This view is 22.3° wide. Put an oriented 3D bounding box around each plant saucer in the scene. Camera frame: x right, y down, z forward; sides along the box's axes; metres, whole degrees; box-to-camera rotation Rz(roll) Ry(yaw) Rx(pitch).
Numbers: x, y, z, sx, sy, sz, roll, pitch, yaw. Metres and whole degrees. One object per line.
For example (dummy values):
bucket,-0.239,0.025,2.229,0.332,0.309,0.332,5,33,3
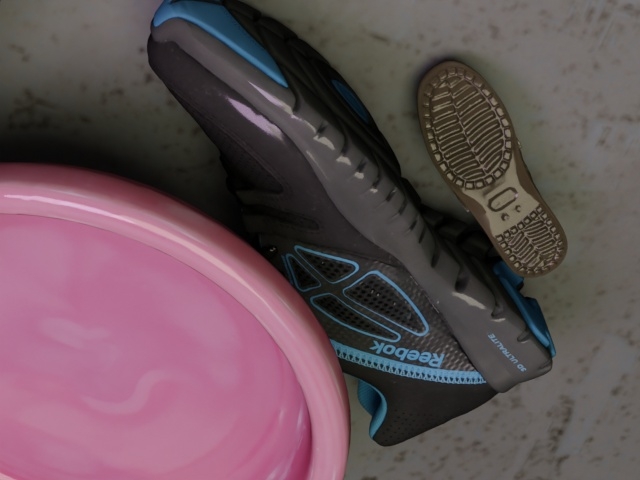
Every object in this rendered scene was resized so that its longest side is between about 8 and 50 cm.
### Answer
plant saucer,-0.144,0.081,0.954,0.332,0.084,0.332,5,128,6

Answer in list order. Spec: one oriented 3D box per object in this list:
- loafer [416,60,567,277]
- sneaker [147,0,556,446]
loafer,0.101,-0.044,1.002,0.056,0.050,0.148,-27,105,0
sneaker,0.000,0.000,0.961,0.140,0.125,0.341,-36,117,14
